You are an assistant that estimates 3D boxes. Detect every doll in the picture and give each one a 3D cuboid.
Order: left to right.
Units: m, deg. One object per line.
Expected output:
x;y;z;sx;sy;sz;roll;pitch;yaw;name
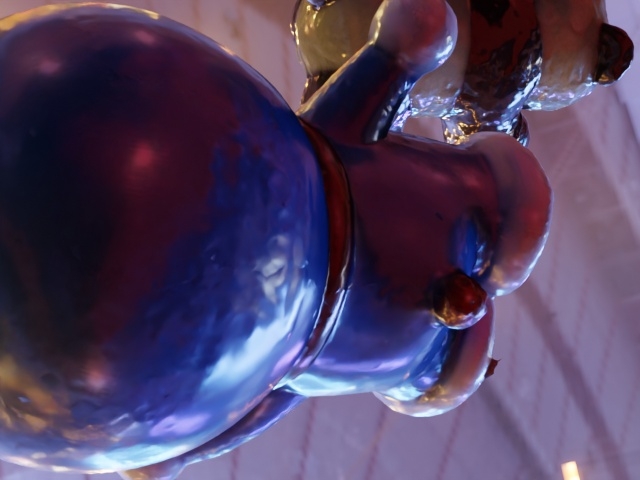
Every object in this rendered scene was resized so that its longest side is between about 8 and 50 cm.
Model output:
-0.038;-0.003;0.597;0.256;0.161;0.215;9;-77;-39;doll
0.087;-0.130;1.085;0.234;0.135;0.144;0;-120;-20;doll
